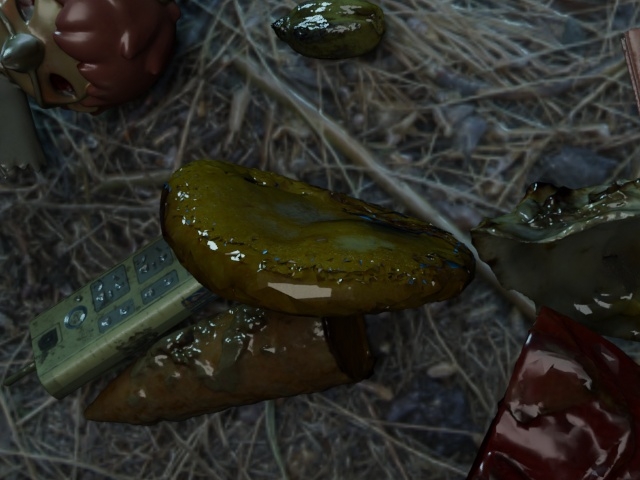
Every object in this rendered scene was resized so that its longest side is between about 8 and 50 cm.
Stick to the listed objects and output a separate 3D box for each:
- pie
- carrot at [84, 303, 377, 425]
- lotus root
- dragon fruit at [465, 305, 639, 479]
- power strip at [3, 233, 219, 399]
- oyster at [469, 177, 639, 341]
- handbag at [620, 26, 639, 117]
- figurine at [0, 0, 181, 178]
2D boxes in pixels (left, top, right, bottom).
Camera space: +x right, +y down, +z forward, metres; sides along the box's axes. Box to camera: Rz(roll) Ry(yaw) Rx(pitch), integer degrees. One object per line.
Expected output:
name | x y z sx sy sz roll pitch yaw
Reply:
pie | -0.001 0.001 1.194 0.273 0.273 0.069 18 109 13
carrot | -0.087 0.110 1.292 0.263 0.102 0.102 -20 83 17
lotus root | 0.007 -0.182 1.303 0.099 0.049 0.054 -1 67 14
dragon fruit | 0.201 0.255 1.106 0.286 0.228 0.329 33 72 10
power strip | -0.168 0.057 1.319 0.268 0.034 0.092 -33 41 10
oyster | 0.318 0.002 1.177 0.396 0.204 0.111 -8 51 6
handbag | 0.361 -0.126 1.214 0.213 0.059 0.157 -14 85 10
figurine | -0.236 -0.170 1.302 0.387 0.166 0.207 -19 100 15
